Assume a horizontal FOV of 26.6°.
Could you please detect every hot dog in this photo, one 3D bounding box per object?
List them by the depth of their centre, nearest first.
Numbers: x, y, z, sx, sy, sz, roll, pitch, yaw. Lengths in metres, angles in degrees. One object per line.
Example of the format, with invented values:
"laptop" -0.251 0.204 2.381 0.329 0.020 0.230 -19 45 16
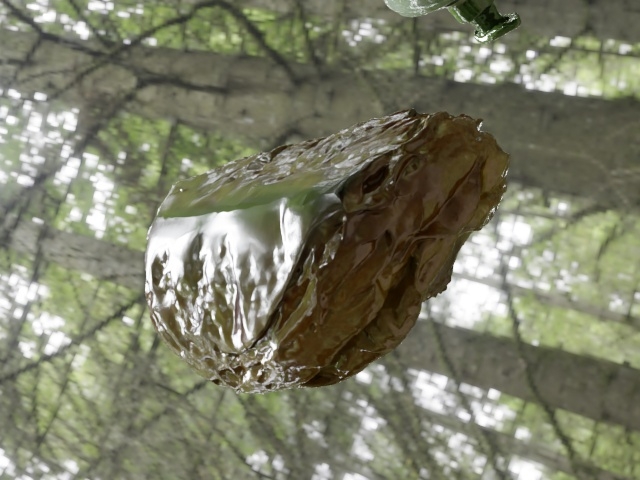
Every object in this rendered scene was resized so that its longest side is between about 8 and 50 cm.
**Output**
"hot dog" -0.003 -0.001 0.678 0.160 0.227 0.099 -41 -68 -25

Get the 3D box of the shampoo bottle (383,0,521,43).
"shampoo bottle" 0.047 -0.221 0.889 0.087 0.118 0.234 -48 -69 -12
